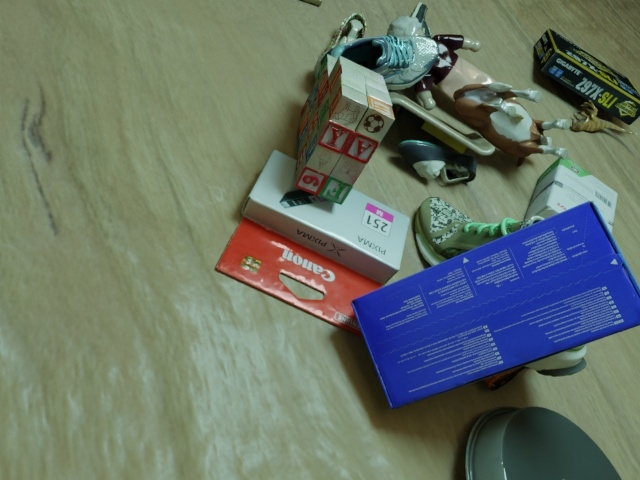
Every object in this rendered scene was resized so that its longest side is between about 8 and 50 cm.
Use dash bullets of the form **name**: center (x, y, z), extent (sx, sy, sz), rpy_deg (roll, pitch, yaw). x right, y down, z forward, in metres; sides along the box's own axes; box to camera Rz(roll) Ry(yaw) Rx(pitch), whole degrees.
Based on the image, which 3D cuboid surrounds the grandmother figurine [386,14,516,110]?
- **grandmother figurine**: center (0.296, -0.400, 1.218), extent (0.342, 0.104, 0.207), rpy_deg (37, 73, -10)

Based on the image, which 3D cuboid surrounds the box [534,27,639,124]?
- **box**: center (0.817, -0.506, 1.569), extent (0.322, 0.079, 0.257), rpy_deg (30, 39, -4)

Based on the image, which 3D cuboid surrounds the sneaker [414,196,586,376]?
- **sneaker**: center (0.315, 0.018, 0.862), extent (0.158, 0.182, 0.410), rpy_deg (-2, 37, -30)

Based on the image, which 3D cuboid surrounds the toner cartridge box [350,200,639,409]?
- **toner cartridge box**: center (0.232, 0.095, 0.706), extent (0.075, 0.348, 0.165), rpy_deg (15, 52, -68)

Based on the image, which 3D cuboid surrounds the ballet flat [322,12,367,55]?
- **ballet flat**: center (0.060, -0.448, 1.179), extent (0.091, 0.077, 0.240), rpy_deg (20, 51, -12)

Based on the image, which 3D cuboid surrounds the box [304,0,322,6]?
- **box**: center (-0.095, -0.678, 1.302), extent (0.201, 0.021, 0.164), rpy_deg (9, 54, -20)

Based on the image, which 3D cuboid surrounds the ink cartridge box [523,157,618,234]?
- **ink cartridge box**: center (0.557, -0.066, 1.141), extent (0.160, 0.092, 0.219), rpy_deg (37, 49, 2)

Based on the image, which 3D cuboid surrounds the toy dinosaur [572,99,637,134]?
- **toy dinosaur**: center (0.800, -0.343, 1.494), extent (0.212, 0.064, 0.112), rpy_deg (-3, 71, -17)

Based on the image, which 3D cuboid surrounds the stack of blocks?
- **stack of blocks**: center (0.034, -0.220, 0.892), extent (0.087, 0.171, 0.297), rpy_deg (21, 35, -15)

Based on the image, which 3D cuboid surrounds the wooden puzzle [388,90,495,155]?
- **wooden puzzle**: center (0.241, -0.251, 1.104), extent (0.239, 0.044, 0.221), rpy_deg (26, 20, -5)

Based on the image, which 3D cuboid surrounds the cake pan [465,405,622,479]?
- **cake pan**: center (0.336, 0.366, 0.719), extent (0.293, 0.054, 0.293), rpy_deg (20, 44, -20)

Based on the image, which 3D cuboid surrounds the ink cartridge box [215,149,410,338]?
- **ink cartridge box**: center (0.000, 0.000, 0.841), extent (0.275, 0.060, 0.238), rpy_deg (26, 48, -8)

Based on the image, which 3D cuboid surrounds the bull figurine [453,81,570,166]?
- **bull figurine**: center (0.429, -0.248, 1.123), extent (0.310, 0.188, 0.101), rpy_deg (21, 89, -28)

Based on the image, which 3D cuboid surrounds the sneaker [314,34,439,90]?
- **sneaker**: center (0.135, -0.376, 1.076), extent (0.283, 0.122, 0.110), rpy_deg (-17, 93, -14)

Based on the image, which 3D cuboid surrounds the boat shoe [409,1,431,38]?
- **boat shoe**: center (0.246, -0.524, 1.322), extent (0.079, 0.084, 0.233), rpy_deg (23, 58, -7)

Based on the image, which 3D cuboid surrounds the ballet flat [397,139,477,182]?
- **ballet flat**: center (0.250, -0.158, 1.073), extent (0.203, 0.074, 0.074), rpy_deg (7, 54, -30)

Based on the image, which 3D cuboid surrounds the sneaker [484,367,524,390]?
- **sneaker**: center (0.340, 0.170, 0.877), extent (0.221, 0.083, 0.087), rpy_deg (-15, 57, -38)
